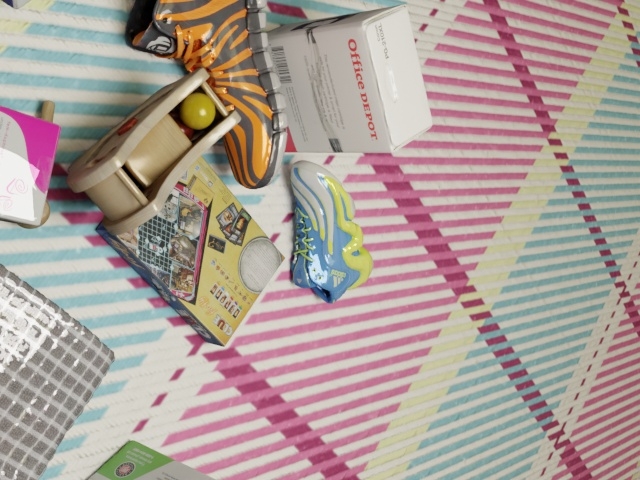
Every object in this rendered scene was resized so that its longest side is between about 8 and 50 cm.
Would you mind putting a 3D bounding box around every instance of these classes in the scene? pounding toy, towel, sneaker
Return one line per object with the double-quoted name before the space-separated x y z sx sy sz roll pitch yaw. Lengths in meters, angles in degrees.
"pounding toy" -0.230 -0.111 0.903 0.269 0.154 0.155 -46 115 -21
"towel" -0.378 0.138 0.828 0.284 0.121 0.235 49 60 -37
"sneaker" -0.154 -0.219 1.033 0.180 0.124 0.321 -11 91 -40
"sneaker" 0.000 0.000 1.213 0.126 0.091 0.240 -50 127 -29

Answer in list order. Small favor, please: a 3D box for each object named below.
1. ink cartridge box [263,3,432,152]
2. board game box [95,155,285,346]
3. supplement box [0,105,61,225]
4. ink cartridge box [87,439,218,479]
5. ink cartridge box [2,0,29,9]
"ink cartridge box" 0.022 -0.217 1.108 0.100 0.237 0.172 -33 117 -38
"board game box" -0.166 0.006 1.082 0.165 0.042 0.243 -56 129 -26
"supplement box" -0.392 -0.092 0.799 0.220 0.113 0.111 17 81 -43
"ink cartridge box" -0.245 0.386 0.931 0.273 0.198 0.115 -41 123 -34
"ink cartridge box" -0.227 -0.444 0.812 0.071 0.324 0.330 37 62 6
